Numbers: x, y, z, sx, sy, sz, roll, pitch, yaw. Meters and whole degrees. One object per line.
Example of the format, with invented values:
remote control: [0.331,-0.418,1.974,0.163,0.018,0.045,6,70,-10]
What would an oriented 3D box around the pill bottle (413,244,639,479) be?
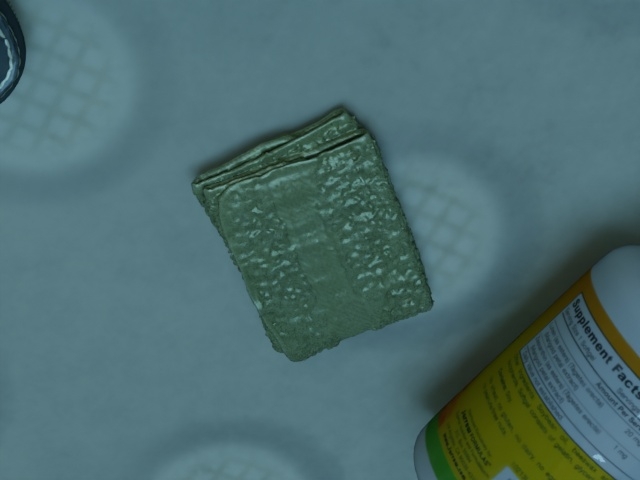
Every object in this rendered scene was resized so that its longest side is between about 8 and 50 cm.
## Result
pill bottle: [0.183,0.090,0.845,0.136,0.136,0.245,33,114,-24]

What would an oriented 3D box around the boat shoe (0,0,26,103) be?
boat shoe: [-0.256,-0.131,0.634,0.319,0.099,0.116,34,95,-42]

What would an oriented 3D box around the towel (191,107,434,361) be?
towel: [0.000,0.000,0.832,0.110,0.027,0.148,-21,121,7]
